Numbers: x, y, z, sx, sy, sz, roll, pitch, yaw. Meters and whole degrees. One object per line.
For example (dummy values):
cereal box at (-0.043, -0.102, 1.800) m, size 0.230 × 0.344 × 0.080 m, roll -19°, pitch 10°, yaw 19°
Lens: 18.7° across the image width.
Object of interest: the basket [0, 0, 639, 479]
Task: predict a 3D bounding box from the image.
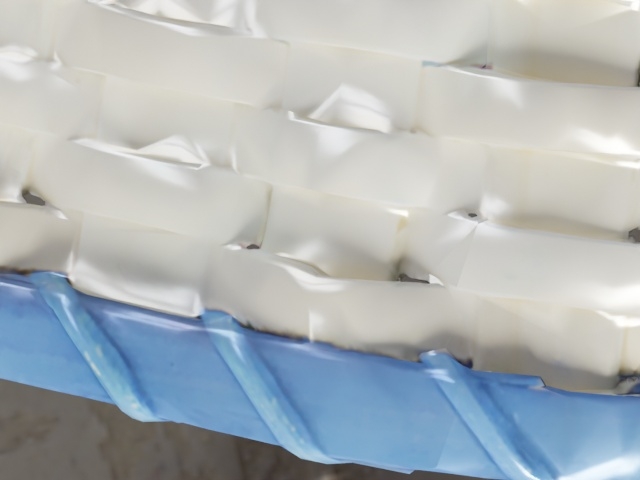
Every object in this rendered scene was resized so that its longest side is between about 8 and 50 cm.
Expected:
basket at (0.000, 0.000, 0.429) m, size 0.201 × 0.254 × 0.289 m, roll -36°, pitch 138°, yaw -65°
